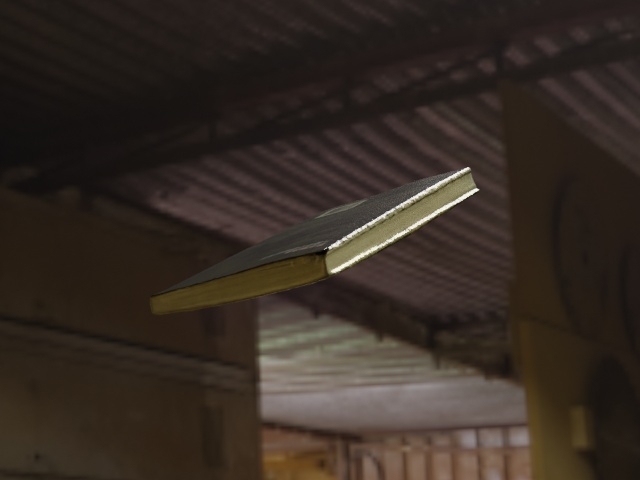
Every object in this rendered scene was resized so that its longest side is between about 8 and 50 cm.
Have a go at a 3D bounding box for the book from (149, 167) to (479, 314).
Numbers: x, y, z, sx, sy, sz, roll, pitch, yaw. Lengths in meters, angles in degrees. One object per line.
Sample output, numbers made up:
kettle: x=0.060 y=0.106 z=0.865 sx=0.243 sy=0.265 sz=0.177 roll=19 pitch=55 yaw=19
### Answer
book: x=0.000 y=0.000 z=1.036 sx=0.160 sy=0.024 sz=0.228 roll=-14 pitch=9 yaw=35
